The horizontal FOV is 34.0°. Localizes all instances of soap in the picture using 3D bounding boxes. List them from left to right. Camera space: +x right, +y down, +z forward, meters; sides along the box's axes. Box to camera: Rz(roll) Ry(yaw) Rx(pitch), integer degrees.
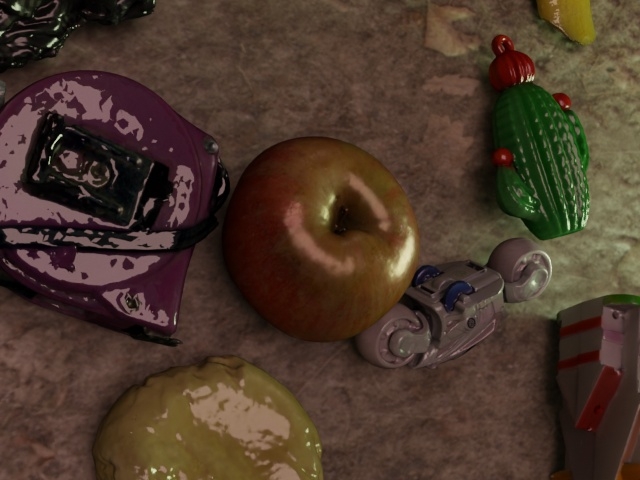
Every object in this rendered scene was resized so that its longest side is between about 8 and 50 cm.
[{"bbox_3d":[0.301,-0.323,1.314,0.089,0.033,0.168,0,81,-20],"label":"soap"}]

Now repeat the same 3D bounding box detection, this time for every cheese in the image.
[{"bbox_3d":[-0.100,0.223,1.020,0.214,0.117,0.226,-27,88,-30],"label":"cheese"}]

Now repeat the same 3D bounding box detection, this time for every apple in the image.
[{"bbox_3d":[0.000,0.000,1.068,0.210,0.164,0.209,6,74,-22],"label":"apple"}]

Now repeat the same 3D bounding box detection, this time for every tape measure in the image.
[{"bbox_3d":[-0.209,-0.039,0.996,0.245,0.149,0.231,18,76,-19],"label":"tape measure"}]

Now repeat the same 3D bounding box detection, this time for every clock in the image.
[{"bbox_3d":[0.379,0.242,1.184,0.235,0.166,0.309,16,68,-19],"label":"clock"}]

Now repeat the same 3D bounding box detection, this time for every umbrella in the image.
[{"bbox_3d":[-0.284,-0.252,1.018,0.337,0.128,0.154,-30,98,-21],"label":"umbrella"}]

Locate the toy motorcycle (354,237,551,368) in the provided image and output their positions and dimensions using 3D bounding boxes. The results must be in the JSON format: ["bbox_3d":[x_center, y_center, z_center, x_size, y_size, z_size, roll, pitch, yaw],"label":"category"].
[{"bbox_3d":[0.151,0.079,1.163,0.254,0.112,0.112,-23,90,-23],"label":"toy motorcycle"}]

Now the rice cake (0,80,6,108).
[{"bbox_3d":[-0.367,-0.100,0.983,0.171,0.033,0.029,-34,79,-6],"label":"rice cake"}]

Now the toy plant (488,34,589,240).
[{"bbox_3d":[0.260,-0.117,1.238,0.155,0.088,0.240,18,64,-31],"label":"toy plant"}]
